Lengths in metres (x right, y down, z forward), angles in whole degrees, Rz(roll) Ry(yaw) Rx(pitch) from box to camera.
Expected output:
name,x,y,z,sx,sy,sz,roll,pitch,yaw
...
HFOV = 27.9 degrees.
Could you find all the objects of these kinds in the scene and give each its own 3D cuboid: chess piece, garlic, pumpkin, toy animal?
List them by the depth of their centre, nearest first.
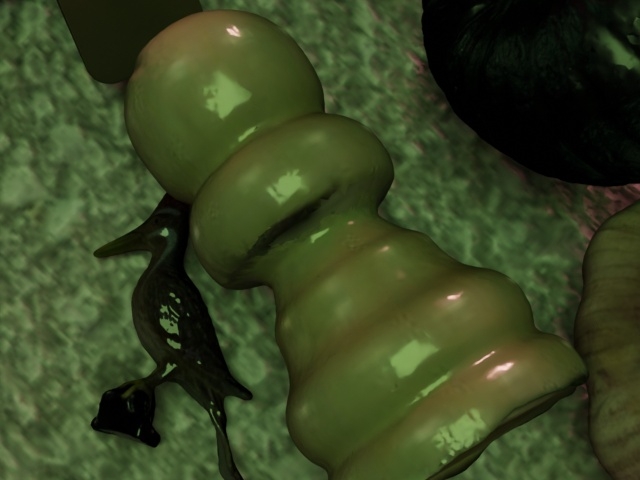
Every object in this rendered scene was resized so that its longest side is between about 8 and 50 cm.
name,x,y,z,sx,sy,sz,roll,pitch,yaw
garlic,0.284,0.048,0.751,0.245,0.253,0.245,2,73,-6
pumpkin,0.156,-0.162,0.772,0.248,0.248,0.248,0,81,0
chess piece,0.000,0.000,0.802,0.182,0.182,0.330,-34,76,-5
toy animal,-0.098,0.060,0.847,0.105,0.070,0.202,0,74,-10

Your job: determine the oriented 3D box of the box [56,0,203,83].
name,x,y,z,sx,sy,sz,roll,pitch,yaw
box,-0.136,-0.175,0.862,0.091,0.031,0.126,-27,111,-14
